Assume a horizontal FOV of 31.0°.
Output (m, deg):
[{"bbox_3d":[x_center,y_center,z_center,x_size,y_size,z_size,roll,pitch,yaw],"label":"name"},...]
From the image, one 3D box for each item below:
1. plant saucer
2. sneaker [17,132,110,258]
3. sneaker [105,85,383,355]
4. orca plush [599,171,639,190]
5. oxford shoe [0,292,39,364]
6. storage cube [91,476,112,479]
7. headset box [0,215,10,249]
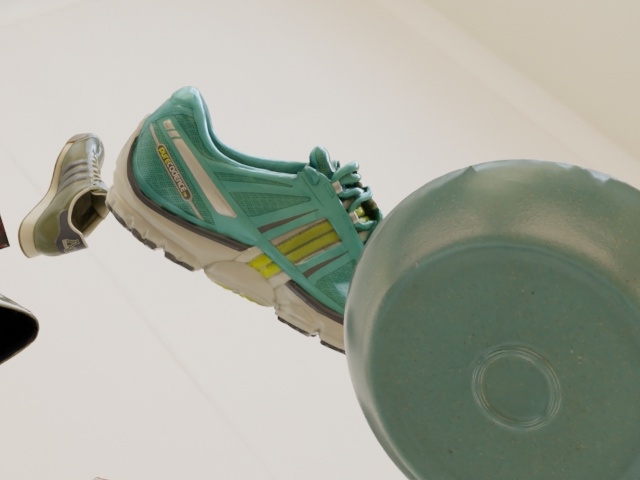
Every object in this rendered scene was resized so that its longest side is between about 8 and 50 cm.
[{"bbox_3d":[0.057,0.038,0.319,0.119,0.119,0.021,23,-154,18],"label":"plant saucer"},{"bbox_3d":[-0.274,-0.053,1.348,0.086,0.064,0.192,-1,-135,22],"label":"sneaker"},{"bbox_3d":[0.000,0.000,0.729,0.275,0.110,0.107,29,-174,-3],"label":"sneaker"},{"bbox_3d":[0.141,0.023,0.385,0.102,0.151,0.287,-38,-169,3],"label":"orca plush"},{"bbox_3d":[-0.384,0.096,1.005,0.130,0.123,0.348,8,-163,21],"label":"oxford shoe"},{"bbox_3d":[-0.172,0.352,1.049,0.184,0.193,0.215,-2,-153,38],"label":"storage cube"},{"bbox_3d":[-0.462,-0.024,1.559,0.062,0.083,0.032,-18,-152,-19],"label":"headset box"}]
